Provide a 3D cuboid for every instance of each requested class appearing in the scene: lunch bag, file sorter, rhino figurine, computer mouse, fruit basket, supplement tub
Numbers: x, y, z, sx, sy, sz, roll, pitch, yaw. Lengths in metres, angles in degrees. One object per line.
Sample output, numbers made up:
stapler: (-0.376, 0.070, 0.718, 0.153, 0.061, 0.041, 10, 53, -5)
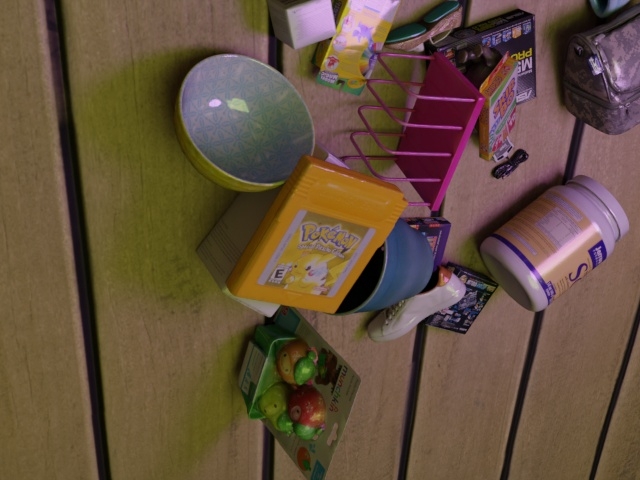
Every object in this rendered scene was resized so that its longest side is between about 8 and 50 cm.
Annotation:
lunch bag: (0.748, -0.442, 1.960, 0.305, 0.212, 0.256, -29, 131, -10)
file sorter: (0.184, -0.238, 1.748, 0.182, 0.202, 0.290, -2, 130, -25)
rhino figurine: (0.344, -0.329, 1.821, 0.106, 0.073, 0.243, -6, 124, -38)
computer mouse: (0.453, -0.237, 2.034, 0.106, 0.042, 0.193, -41, 134, 4)
fruit basket: (-0.058, 0.361, 1.897, 0.166, 0.353, 0.327, 4, 115, -32)
supplement tub: (0.620, 0.005, 2.135, 0.331, 0.241, 0.241, -38, 128, -4)

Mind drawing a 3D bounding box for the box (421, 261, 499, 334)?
box: (0.372, 0.160, 2.181, 0.220, 0.051, 0.175, 18, 108, -48)

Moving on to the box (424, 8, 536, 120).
box: (0.381, -0.397, 1.887, 0.270, 0.060, 0.216, -22, 125, -16)

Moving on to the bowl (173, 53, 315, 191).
bowl: (-0.173, -0.208, 1.609, 0.290, 0.289, 0.156, 4, 157, -31)

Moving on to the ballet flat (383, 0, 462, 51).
ballet flat: (0.229, -0.453, 1.765, 0.206, 0.073, 0.067, -29, 130, -10)

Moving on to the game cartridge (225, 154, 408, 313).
game cartridge: (0.000, 0.000, 1.638, 0.285, 0.052, 0.323, 14, 120, -39)

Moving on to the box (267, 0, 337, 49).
box: (-0.037, -0.446, 1.602, 0.102, 0.101, 0.087, -23, 126, -16)

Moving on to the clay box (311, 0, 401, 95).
clay box: (0.070, -0.429, 1.702, 0.127, 0.053, 0.222, 12, 112, -34)

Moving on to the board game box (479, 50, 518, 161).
board game box: (0.405, -0.303, 1.836, 0.124, 0.039, 0.259, -52, 152, -18)

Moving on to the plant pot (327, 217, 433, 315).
plant pot: (0.125, 0.044, 1.886, 0.255, 0.272, 0.271, 8, 114, -47)

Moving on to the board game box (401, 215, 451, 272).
board game box: (0.250, 0.025, 2.066, 0.141, 0.048, 0.170, -3, 118, -26)

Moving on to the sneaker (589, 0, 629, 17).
sneaker: (0.620, -0.647, 1.829, 0.150, 0.135, 0.366, -50, 127, 2)

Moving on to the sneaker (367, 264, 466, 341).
sneaker: (0.220, 0.152, 2.065, 0.290, 0.106, 0.123, -35, 120, 20)

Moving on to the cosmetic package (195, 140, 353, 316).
cosmetic package: (-0.086, -0.045, 1.749, 0.155, 0.197, 0.365, 34, 99, -37)
